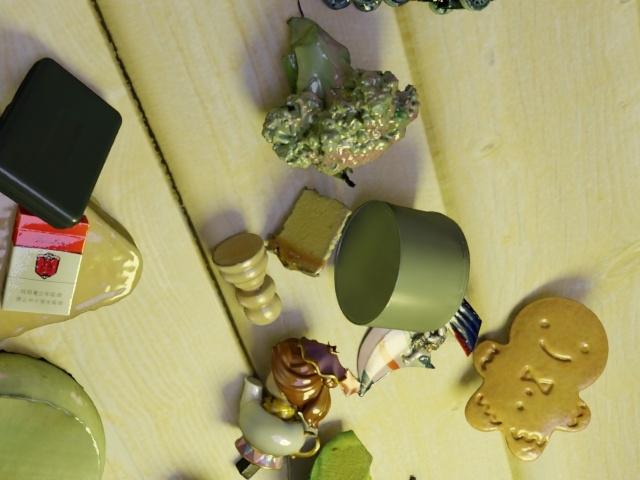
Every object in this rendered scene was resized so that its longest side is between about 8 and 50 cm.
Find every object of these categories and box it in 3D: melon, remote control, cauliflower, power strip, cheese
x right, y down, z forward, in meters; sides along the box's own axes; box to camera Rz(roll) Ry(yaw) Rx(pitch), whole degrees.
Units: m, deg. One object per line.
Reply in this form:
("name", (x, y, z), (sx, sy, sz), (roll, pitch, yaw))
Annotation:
("melon", (0.036, 0.564, 1.684), (0.196, 0.124, 0.323), (-46, 144, -48))
("remote control", (-0.037, 0.444, 1.682), (0.067, 0.029, 0.261), (-12, 117, -22))
("cauliflower", (0.017, -0.243, 1.342), (0.256, 0.239, 0.315), (-22, 103, 13))
("power strip", (-0.119, 0.423, 1.627), (0.111, 0.038, 0.029), (-45, 120, -3))
("cheese", (-0.485, -0.027, 1.232), (0.383, 0.104, 0.384), (-9, 114, -21))

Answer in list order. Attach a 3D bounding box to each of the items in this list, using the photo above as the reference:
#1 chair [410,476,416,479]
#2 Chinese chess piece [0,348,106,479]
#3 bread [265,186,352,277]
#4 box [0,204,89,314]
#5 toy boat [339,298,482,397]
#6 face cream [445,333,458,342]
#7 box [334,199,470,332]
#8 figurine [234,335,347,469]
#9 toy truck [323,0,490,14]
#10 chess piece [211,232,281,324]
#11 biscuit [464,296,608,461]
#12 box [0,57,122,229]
("chair", (0.177, 0.644, 1.831), (0.101, 0.084, 0.213), (-6, 113, -18))
("Chinese chess piece", (-0.532, 0.354, 1.344), (0.349, 0.146, 0.349), (-9, 115, -21))
("bread", (0.000, 0.000, 1.448), (0.127, 0.152, 0.147), (32, 86, -33))
("box", (-0.407, 0.031, 1.207), (0.100, 0.048, 0.152), (8, 106, -30))
("toy boat", (0.168, 0.185, 1.656), (0.318, 0.072, 0.219), (-18, 112, 0))
("face cream", (0.261, 0.198, 1.720), (0.115, 0.020, 0.038), (6, 105, -24))
("box", (0.142, 0.049, 1.483), (0.149, 0.226, 0.226), (10, 106, -28))
("figurine", (-0.057, 0.293, 1.537), (0.189, 0.142, 0.263), (30, 99, 10))
("toy truck", (0.157, -0.468, 1.335), (0.338, 0.133, 0.184), (-3, 103, -21))
("chess piece", (-0.123, 0.078, 1.462), (0.094, 0.094, 0.170), (-27, 127, -13))
("biscuit", (0.464, 0.281, 1.734), (0.355, 0.275, 0.052), (-51, 165, -8))
("box", (-0.382, -0.140, 1.181), (0.050, 0.230, 0.160), (-24, 130, 36))
